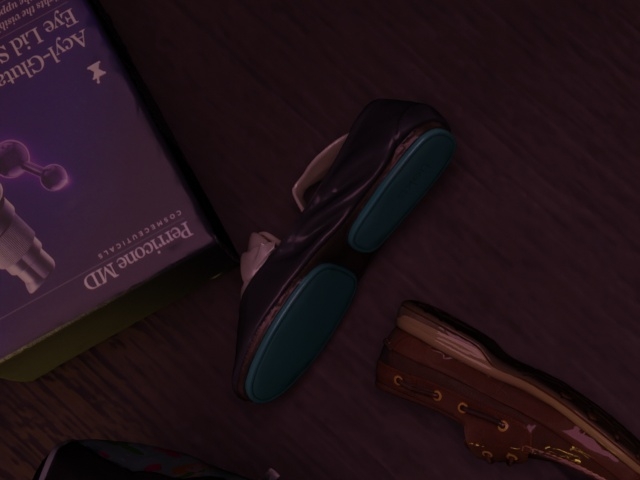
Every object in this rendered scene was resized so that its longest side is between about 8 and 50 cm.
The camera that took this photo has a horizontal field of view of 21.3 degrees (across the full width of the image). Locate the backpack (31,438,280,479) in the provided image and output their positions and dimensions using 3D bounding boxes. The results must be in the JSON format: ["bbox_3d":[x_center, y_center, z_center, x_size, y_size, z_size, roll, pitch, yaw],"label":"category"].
[{"bbox_3d":[-0.081,0.221,0.886,0.191,0.253,0.225,14,81,2],"label":"backpack"}]

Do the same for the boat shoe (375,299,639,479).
[{"bbox_3d":[0.110,0.101,0.977,0.178,0.064,0.060,31,97,19],"label":"boat shoe"}]

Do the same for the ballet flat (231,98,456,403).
[{"bbox_3d":[0.000,0.000,1.003,0.074,0.074,0.203,36,93,8],"label":"ballet flat"}]

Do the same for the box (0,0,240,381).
[{"bbox_3d":[-0.163,-0.043,0.995,0.153,0.108,0.207,-30,81,0],"label":"box"}]
